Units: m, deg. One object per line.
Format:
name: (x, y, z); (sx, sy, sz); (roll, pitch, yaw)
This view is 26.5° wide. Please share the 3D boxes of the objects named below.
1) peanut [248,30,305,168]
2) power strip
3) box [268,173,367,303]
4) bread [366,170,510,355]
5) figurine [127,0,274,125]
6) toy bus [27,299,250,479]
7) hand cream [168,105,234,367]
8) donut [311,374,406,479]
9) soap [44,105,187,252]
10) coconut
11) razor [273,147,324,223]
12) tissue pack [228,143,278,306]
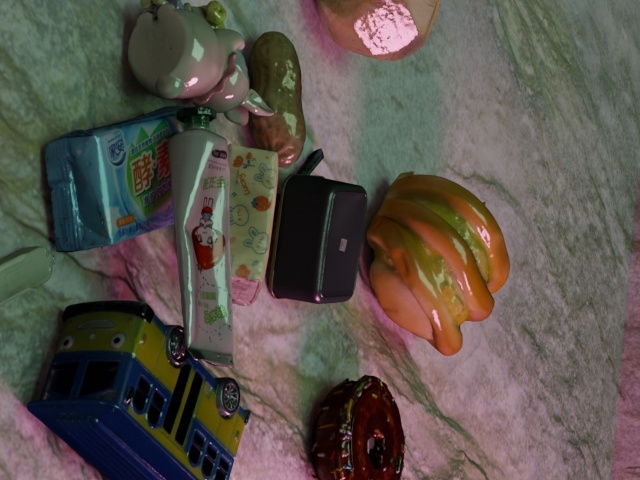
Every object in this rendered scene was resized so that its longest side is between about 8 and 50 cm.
peanut: (-0.066, -0.218, 2.091); (0.099, 0.099, 0.214); (14, 76, -60)
power strip: (-0.374, 0.051, 1.573); (0.191, 0.030, 0.048); (-34, 118, -57)
box: (0.000, 0.000, 2.149); (0.144, 0.090, 0.201); (2, 98, -60)
bread: (0.219, 0.045, 2.452); (0.316, 0.211, 0.270); (61, 39, -33)
figurine: (-0.160, -0.248, 1.898); (0.235, 0.127, 0.155); (17, 46, -59)
toy bus: (-0.222, 0.213, 1.719); (0.288, 0.138, 0.175); (54, 42, -45)
hand cream: (-0.150, -0.005, 1.751); (0.121, 0.076, 0.336); (14, 70, -63)
donut: (0.061, 0.341, 2.258); (0.235, 0.089, 0.235); (11, 78, -61)
soap: (-0.242, -0.085, 1.776); (0.293, 0.077, 0.156); (-27, 111, -59)
coconut: (0.100, -0.421, 2.304); (0.237, 0.197, 0.237); (-28, 122, -58)
razor: (-0.034, -0.100, 2.194); (0.190, 0.033, 0.066); (-50, 130, -52)
tissue pack: (-0.116, -0.018, 1.931); (0.148, 0.092, 0.196); (116, -19, -70)
